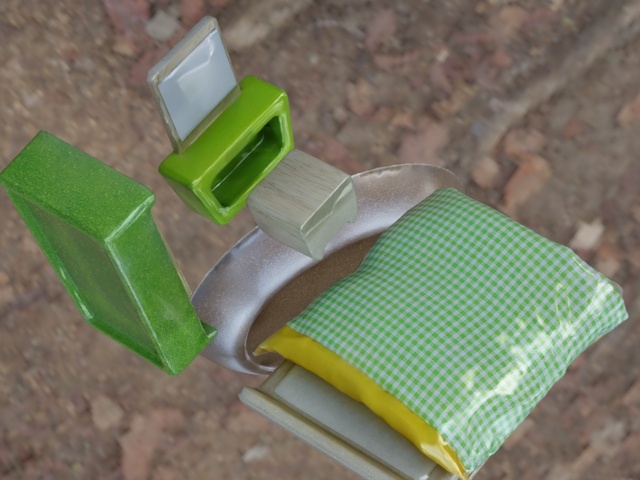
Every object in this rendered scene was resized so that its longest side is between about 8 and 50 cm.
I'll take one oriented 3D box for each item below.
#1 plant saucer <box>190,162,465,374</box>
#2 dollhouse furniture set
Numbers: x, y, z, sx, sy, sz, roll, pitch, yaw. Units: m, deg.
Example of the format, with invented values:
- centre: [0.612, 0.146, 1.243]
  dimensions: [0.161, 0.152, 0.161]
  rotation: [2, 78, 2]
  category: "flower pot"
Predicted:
- centre: [0.016, 0.042, 1.793]
  dimensions: [0.311, 0.050, 0.310]
  rotation: [-25, 154, -13]
  category: "plant saucer"
- centre: [0.000, 0.000, 1.078]
  dimensions: [0.197, 0.301, 0.151]
  rotation: [-47, 145, -22]
  category: "dollhouse furniture set"
